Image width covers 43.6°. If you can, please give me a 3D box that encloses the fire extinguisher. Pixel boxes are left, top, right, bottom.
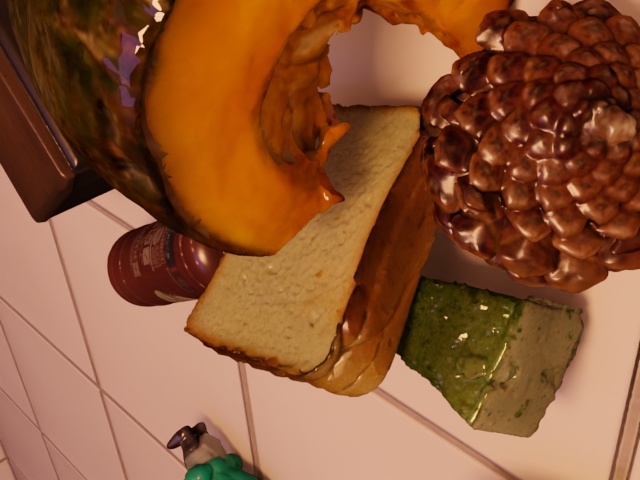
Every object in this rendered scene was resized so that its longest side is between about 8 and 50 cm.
[{"bbox_3d":[-0.135,0.026,0.859,0.102,0.138,0.344,43,152,-21],"label":"fire extinguisher"}]

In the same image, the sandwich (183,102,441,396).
[{"bbox_3d":[0.000,0.000,0.611,0.186,0.214,0.065,8,162,47],"label":"sandwich"}]

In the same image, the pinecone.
[{"bbox_3d":[0.134,-0.048,0.450,0.173,0.173,0.173,32,138,34],"label":"pinecone"}]

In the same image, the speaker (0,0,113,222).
[{"bbox_3d":[-0.296,-0.165,0.901,0.192,0.153,0.231,-26,94,56],"label":"speaker"}]

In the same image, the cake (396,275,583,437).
[{"bbox_3d":[0.076,0.071,0.625,0.235,0.100,0.099,14,87,48],"label":"cake"}]

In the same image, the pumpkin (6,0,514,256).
[{"bbox_3d":[-0.043,-0.166,0.478,0.225,0.303,0.256,40,169,37],"label":"pumpkin"}]

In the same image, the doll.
[{"bbox_3d":[-0.123,0.394,1.148,0.153,0.195,0.258,-50,41,21],"label":"doll"}]
